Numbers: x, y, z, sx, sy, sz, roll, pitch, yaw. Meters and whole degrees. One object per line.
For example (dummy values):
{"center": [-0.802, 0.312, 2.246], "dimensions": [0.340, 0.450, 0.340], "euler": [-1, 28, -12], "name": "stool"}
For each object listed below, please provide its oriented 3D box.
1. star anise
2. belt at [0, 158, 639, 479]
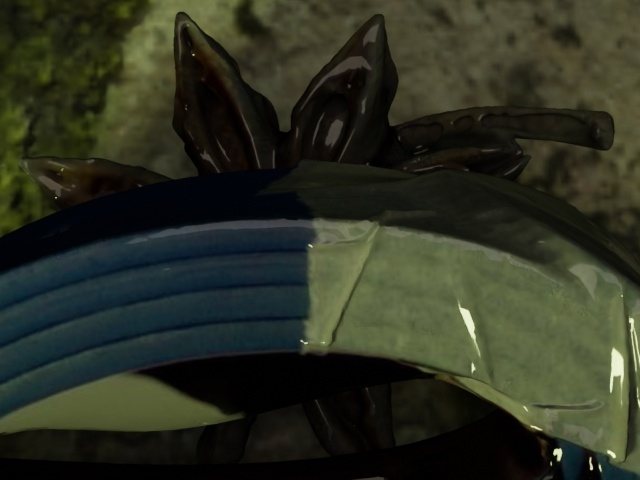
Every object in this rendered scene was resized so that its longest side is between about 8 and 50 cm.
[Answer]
{"center": [0.000, 0.001, 0.776], "dimensions": [0.262, 0.081, 0.230], "euler": [-25, 79, 0], "name": "star anise"}
{"center": [-0.025, 0.083, 0.689], "dimensions": [0.346, 0.117, 0.213], "euler": [-5, 101, 3], "name": "belt"}
